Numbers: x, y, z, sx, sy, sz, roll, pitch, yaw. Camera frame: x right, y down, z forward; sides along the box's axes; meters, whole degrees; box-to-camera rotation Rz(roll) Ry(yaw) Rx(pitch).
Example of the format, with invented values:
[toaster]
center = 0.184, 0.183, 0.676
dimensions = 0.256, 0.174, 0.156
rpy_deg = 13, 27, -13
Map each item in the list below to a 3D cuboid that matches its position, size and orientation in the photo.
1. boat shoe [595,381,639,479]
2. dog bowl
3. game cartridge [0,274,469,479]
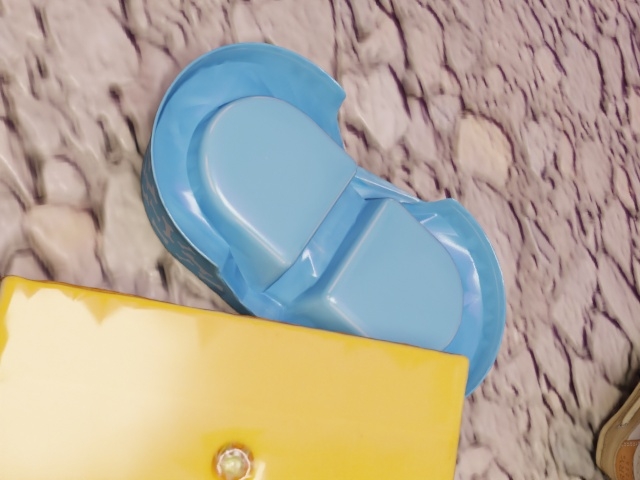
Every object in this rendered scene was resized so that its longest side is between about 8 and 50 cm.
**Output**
[boat shoe]
center = 0.346, 0.104, 0.788
dimensions = 0.302, 0.103, 0.113
rpy_deg = -38, 115, -32
[dog bowl]
center = 0.000, 0.000, 0.638
dimensions = 0.297, 0.074, 0.166
rpy_deg = 42, 61, -14
[game cartridge]
center = -0.068, 0.202, 0.516
dimensions = 0.285, 0.052, 0.324
rpy_deg = 12, 83, -19
